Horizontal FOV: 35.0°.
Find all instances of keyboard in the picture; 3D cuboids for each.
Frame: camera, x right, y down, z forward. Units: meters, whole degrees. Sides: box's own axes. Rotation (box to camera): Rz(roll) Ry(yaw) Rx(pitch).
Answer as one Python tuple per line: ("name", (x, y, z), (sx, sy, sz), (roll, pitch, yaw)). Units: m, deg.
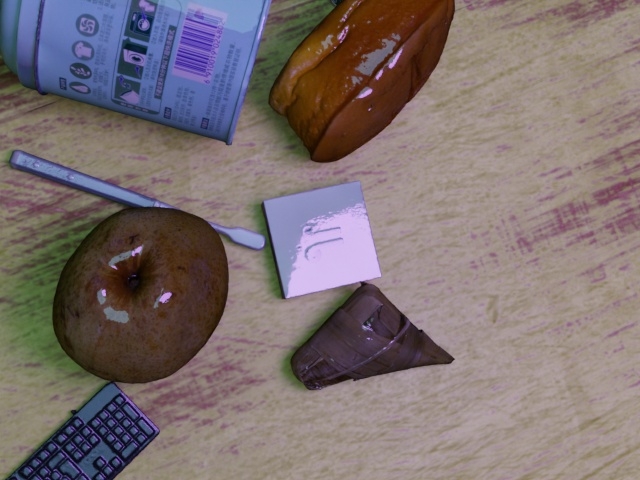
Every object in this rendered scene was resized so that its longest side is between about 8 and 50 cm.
("keyboard", (-0.344, 0.312, 1.257), (0.310, 0.018, 0.101), (-43, 93, -10))

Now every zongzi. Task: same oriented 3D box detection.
("zongzi", (0.064, 0.158, 1.318), (0.160, 0.078, 0.176), (-42, 120, 10))

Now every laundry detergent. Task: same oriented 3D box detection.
("laundry detergent", (-0.215, -0.288, 1.199), (0.305, 0.287, 0.287), (16, 82, -7))

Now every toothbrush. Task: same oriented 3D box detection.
("toothbrush", (-0.233, -0.051, 1.303), (0.342, 0.030, 0.025), (19, 82, -6))

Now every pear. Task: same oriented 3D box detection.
("pear", (-0.208, 0.061, 1.204), (0.188, 0.211, 0.228), (35, 80, -2))

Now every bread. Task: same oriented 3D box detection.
("bread", (0.059, -0.221, 1.283), (0.142, 0.195, 0.270), (43, 84, 4))

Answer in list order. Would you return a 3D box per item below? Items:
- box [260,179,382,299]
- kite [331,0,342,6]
("box", (0.000, 0.000, 1.322), (0.129, 0.051, 0.130), (-12, 86, -10))
("kite", (0.012, -0.411, 1.385), (0.189, 0.009, 0.232), (4, 86, -7))
